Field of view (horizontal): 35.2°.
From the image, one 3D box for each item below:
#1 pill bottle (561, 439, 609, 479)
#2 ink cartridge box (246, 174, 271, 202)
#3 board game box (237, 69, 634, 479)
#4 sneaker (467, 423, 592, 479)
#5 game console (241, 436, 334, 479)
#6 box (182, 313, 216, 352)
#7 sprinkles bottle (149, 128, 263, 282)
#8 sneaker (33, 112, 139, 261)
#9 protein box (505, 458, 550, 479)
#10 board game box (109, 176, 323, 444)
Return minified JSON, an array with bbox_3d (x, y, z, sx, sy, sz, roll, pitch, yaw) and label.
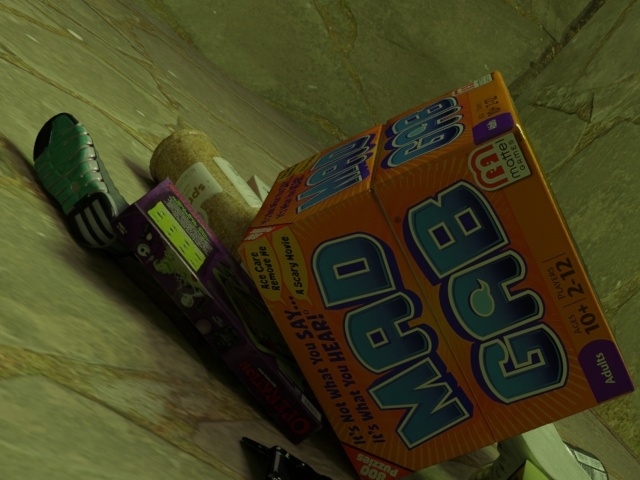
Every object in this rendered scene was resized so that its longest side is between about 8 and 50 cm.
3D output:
[{"bbox_3d":[0.446,0.437,1.845,0.245,0.130,0.130,31,15,-52],"label":"pill bottle"},{"bbox_3d":[-0.126,-0.053,1.903,0.261,0.066,0.296,39,10,-22],"label":"ink cartridge box"},{"bbox_3d":[0.153,0.036,1.337,0.357,0.356,0.356,63,14,-14],"label":"board game box"},{"bbox_3d":[0.282,0.341,1.511,0.292,0.169,0.108,54,34,-27],"label":"sneaker"},{"bbox_3d":[-0.028,0.270,1.072,0.122,0.071,0.107,36,42,-27],"label":"game console"},{"bbox_3d":[-0.135,0.112,1.300,0.067,0.018,0.083,44,10,10],"label":"box"},{"bbox_3d":[-0.144,-0.033,1.587,0.121,0.121,0.355,30,16,-51],"label":"sprinkles bottle"},{"bbox_3d":[-0.297,-0.064,1.296,0.224,0.083,0.098,62,9,32],"label":"sneaker"},{"bbox_3d":[0.290,0.413,1.300,0.200,0.136,0.201,43,7,12],"label":"protein box"},{"bbox_3d":[-0.116,0.080,1.275,0.347,0.056,0.208,51,13,-7],"label":"board game box"}]
